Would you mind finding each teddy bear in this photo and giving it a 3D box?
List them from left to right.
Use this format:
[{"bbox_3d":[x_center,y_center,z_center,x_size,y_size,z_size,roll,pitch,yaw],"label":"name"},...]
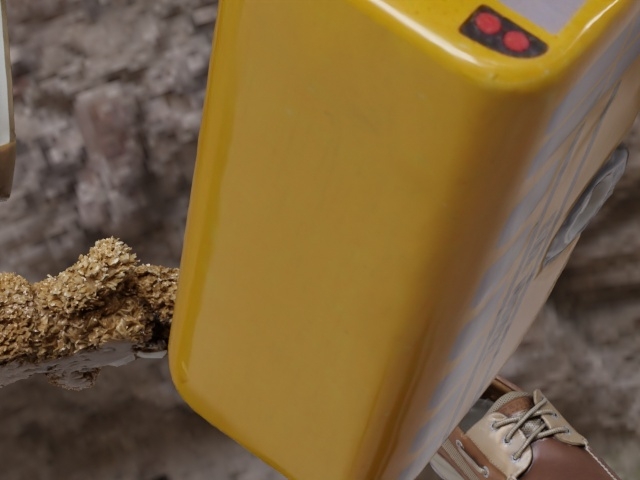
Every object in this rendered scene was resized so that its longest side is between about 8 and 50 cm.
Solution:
[{"bbox_3d":[-0.242,0.079,2.108,0.338,0.245,0.113,-13,67,5],"label":"teddy bear"}]

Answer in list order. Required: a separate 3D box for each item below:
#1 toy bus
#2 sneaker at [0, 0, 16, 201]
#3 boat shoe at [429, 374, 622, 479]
[{"bbox_3d":[0.035,-0.049,0.597,0.108,0.333,0.130,36,60,13],"label":"toy bus"},{"bbox_3d":[-0.178,-0.103,0.811,0.086,0.192,0.064,-8,27,-21],"label":"sneaker"},{"bbox_3d":[0.194,0.209,1.906,0.123,0.116,0.324,-24,26,-24],"label":"boat shoe"}]
